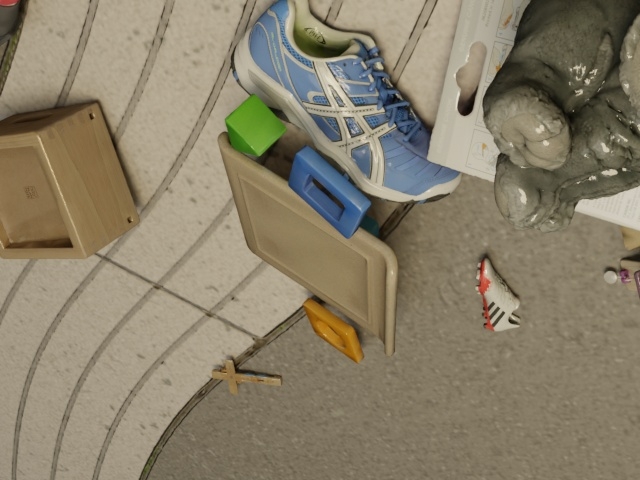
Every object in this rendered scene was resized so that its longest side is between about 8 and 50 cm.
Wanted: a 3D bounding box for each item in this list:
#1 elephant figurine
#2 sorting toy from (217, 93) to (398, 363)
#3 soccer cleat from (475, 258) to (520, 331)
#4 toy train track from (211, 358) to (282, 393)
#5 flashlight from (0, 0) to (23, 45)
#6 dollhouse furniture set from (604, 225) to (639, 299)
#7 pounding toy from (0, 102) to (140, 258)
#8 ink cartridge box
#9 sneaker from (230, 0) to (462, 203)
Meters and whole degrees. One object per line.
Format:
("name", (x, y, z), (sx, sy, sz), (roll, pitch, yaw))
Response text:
("elephant figurine", (0.228, -0.074, 0.493), (0.239, 0.169, 0.186), (2, 123, 37))
("sorting toy", (0.000, 0.000, 0.763), (0.196, 0.047, 0.348), (37, 160, 20))
("soccer cleat", (0.159, 0.048, 0.784), (0.035, 0.029, 0.083), (-3, 127, 18))
("toy train track", (-0.082, 0.153, 0.996), (0.083, 0.014, 0.048), (4, 120, 17))
("flashlight", (-0.223, -0.234, 0.700), (0.304, 0.103, 0.103), (-25, 107, 37))
("dollhouse furniture set", (0.260, -0.011, 0.699), (0.081, 0.090, 0.114), (-173, 66, -75))
("pounding toy", (-0.296, -0.093, 0.862), (0.181, 0.094, 0.206), (-1, 116, 33))
("ink cartridge box", (0.178, -0.099, 0.630), (0.179, 0.045, 0.146), (22, 117, 25))
("sneaker", (0.027, -0.107, 0.690), (0.211, 0.080, 0.081), (35, 136, -4))
